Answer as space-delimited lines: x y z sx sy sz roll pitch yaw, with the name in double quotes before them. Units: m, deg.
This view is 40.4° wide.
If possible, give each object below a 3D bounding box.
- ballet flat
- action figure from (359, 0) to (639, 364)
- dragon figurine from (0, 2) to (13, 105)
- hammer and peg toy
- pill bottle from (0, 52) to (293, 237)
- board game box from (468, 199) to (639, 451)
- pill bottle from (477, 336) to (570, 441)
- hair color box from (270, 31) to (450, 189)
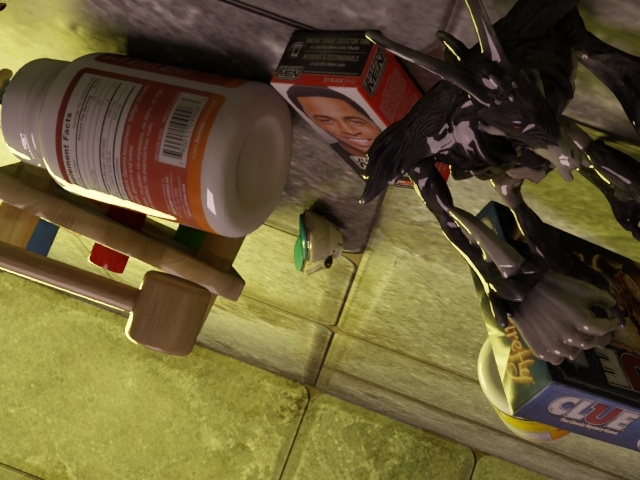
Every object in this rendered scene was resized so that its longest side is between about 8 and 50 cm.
"ballet flat" 0.000 0.000 0.952 0.052 0.057 0.168 -6 170 -6
"action figure" 0.131 -0.034 0.446 0.141 0.164 0.276 44 -172 34
"dragon figurine" -0.318 -0.113 0.676 0.085 0.289 0.144 20 127 -4
"hammer and peg toy" -0.202 -0.014 0.852 0.266 0.127 0.361 25 -179 -13
"pill bottle" -0.141 -0.083 0.693 0.216 0.121 0.121 15 164 23
"board game box" 0.225 0.077 0.640 0.243 0.165 0.042 19 130 -25
"pill bottle" 0.263 0.177 1.058 0.117 0.117 0.215 14 164 24
"hair color box" 0.035 -0.085 0.600 0.072 0.043 0.141 11 161 36
